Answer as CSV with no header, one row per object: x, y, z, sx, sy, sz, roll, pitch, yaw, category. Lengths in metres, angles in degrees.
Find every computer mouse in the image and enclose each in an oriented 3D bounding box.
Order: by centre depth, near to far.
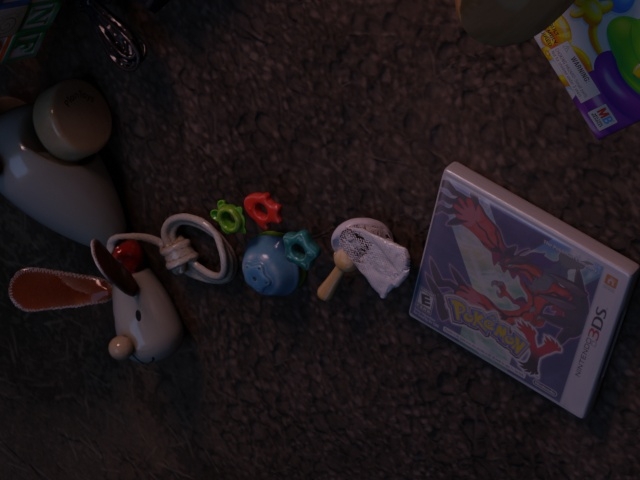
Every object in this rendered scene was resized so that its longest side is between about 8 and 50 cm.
-0.181,-0.301,1.887,0.184,0.060,0.262,50,142,14,computer mouse

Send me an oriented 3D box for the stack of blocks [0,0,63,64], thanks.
-0.357,-0.208,1.926,0.087,0.171,0.297,52,134,20,stack of blocks

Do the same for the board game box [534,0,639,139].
0.297,-0.205,1.458,0.275,0.142,0.144,-27,98,48,board game box

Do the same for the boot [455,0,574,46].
0.162,-0.307,1.456,0.104,0.211,0.295,15,115,-20,boot

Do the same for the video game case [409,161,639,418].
0.181,0.047,1.821,0.201,0.023,0.183,31,134,22,video game case

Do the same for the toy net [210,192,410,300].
0.000,0.000,1.937,0.232,0.045,0.122,-4,113,41,toy net

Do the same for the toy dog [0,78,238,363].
-0.266,-0.010,2.074,0.334,0.161,0.220,49,138,4,toy dog
